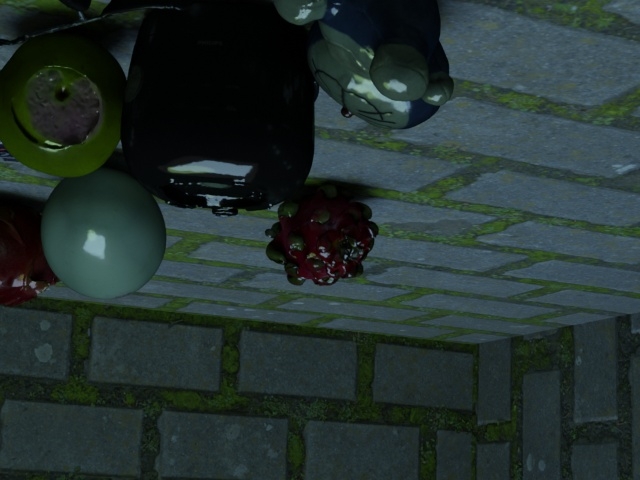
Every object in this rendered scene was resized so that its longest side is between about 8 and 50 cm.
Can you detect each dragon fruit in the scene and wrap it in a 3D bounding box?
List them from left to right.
[{"bbox_3d":[-0.678,0.023,2.373,0.315,0.250,0.250,28,157,-26],"label":"dragon fruit"},{"bbox_3d":[0.004,0.006,2.204,0.218,0.198,0.273,-27,157,-10],"label":"dragon fruit"}]

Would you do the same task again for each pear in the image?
[{"bbox_3d":[-0.337,-0.177,1.486,0.187,0.188,0.220,5,-170,-10],"label":"pear"}]

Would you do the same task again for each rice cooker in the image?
[{"bbox_3d":[-0.123,-0.157,1.433,0.267,0.225,0.267,1,169,0],"label":"rice cooker"}]

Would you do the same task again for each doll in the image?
[{"bbox_3d":[0.058,-0.217,1.309,0.228,0.154,0.258,34,163,11],"label":"doll"}]

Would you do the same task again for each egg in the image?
[{"bbox_3d":[-0.402,-0.015,2.114,0.229,0.230,0.371,3,163,-3],"label":"egg"}]

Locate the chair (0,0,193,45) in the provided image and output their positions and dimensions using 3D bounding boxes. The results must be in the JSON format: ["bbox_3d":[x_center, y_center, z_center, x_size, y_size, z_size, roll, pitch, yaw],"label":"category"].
[{"bbox_3d":[-0.243,-0.284,1.096,0.221,0.140,0.145,-3,167,15],"label":"chair"}]

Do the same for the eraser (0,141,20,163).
[{"bbox_3d":[-0.467,-0.163,1.832,0.210,0.068,0.124,4,170,-5],"label":"eraser"}]
